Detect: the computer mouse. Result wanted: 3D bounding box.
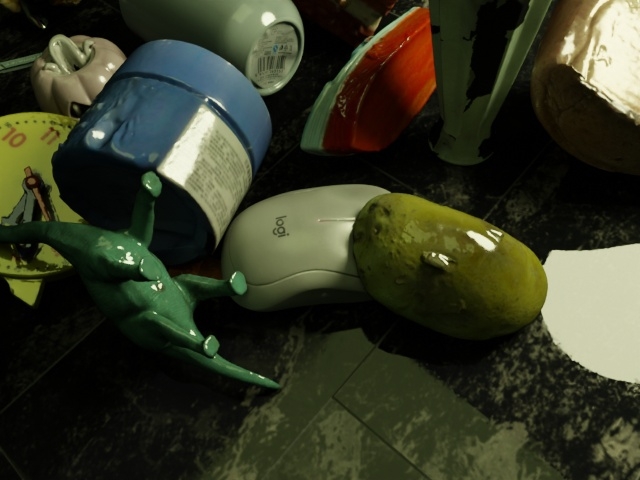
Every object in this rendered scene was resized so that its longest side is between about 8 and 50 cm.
[{"bbox_3d":[0.000,0.000,0.780,0.296,0.121,0.184,-7,56,3],"label":"computer mouse"}]

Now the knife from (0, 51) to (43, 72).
[{"bbox_3d":[-0.660,-0.351,1.126,0.210,0.015,0.028,-17,52,-5],"label":"knife"}]

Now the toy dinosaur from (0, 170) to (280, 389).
[{"bbox_3d":[-0.274,0.080,0.746,0.330,0.384,0.129,-16,25,34],"label":"toy dinosaur"}]

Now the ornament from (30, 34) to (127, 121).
[{"bbox_3d":[-0.414,-0.276,0.967,0.177,0.178,0.178,-3,58,4],"label":"ornament"}]

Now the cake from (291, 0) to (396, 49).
[{"bbox_3d":[0.057,-0.558,0.959,0.269,0.319,0.270,29,62,-9],"label":"cake"}]

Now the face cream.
[{"bbox_3d":[-0.220,-0.119,0.791,0.248,0.249,0.225,12,55,13],"label":"face cream"}]

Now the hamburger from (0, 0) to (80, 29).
[{"bbox_3d":[-0.597,-0.605,1.106,0.195,0.318,0.277,-4,64,-7],"label":"hamburger"}]

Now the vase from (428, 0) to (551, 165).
[{"bbox_3d":[0.222,-0.263,0.775,0.164,0.360,0.165,-3,57,4],"label":"vase"}]

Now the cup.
[{"bbox_3d":[-0.187,-0.396,0.995,0.312,0.206,0.205,36,68,23],"label":"cup"}]

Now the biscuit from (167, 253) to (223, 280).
[{"bbox_3d":[-0.183,0.048,0.828,0.091,0.015,0.078,16,60,15],"label":"biscuit"}]

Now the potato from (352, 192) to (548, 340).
[{"bbox_3d":[0.177,0.029,0.697,0.271,0.111,0.160,24,68,-8],"label":"potato"}]

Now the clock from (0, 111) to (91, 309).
[{"bbox_3d":[-0.436,-0.072,0.840,0.277,0.071,0.294,29,63,-5],"label":"clock"}]

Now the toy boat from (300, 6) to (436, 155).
[{"bbox_3d":[0.083,-0.254,0.921,0.133,0.145,0.332,15,56,41],"label":"toy boat"}]

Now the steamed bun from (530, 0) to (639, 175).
[{"bbox_3d":[0.451,-0.226,0.828,0.301,0.199,0.252,24,76,-4],"label":"steamed bun"}]
